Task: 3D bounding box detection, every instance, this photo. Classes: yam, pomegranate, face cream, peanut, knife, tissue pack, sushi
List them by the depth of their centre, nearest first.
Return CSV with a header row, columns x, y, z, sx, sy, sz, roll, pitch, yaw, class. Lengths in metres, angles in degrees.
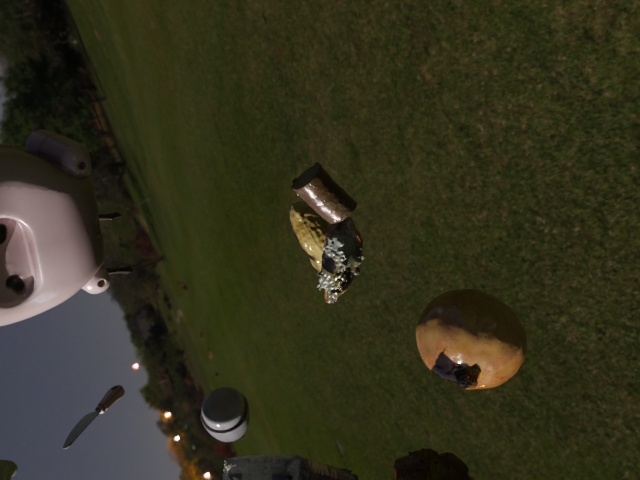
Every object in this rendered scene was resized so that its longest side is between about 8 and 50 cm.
x,y,z,sx,sy,sz,roll,pitch,yaw,class
0.008,-0.095,1.224,0.127,0.084,0.084,45,175,-22,yam
0.047,0.054,1.306,0.103,0.097,0.226,-60,-19,-57,sushi
-0.228,0.422,1.402,0.117,0.117,0.104,-125,20,-44,face cream
-0.073,0.650,1.533,0.343,0.242,0.126,42,-136,-50,tissue pack
0.462,0.322,1.798,0.338,0.338,0.339,159,90,-76,pomegranate
0.000,0.000,1.816,0.305,0.147,0.147,51,179,-37,peanut
-0.869,0.663,2.197,0.336,0.081,0.043,-48,-57,-58,knife

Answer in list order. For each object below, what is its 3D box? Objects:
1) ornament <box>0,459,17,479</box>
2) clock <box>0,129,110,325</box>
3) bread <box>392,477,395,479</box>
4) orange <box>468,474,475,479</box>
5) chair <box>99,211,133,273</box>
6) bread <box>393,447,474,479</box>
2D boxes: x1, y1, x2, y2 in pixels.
x,y,z,sx,sy,sz,roll,pitch,yaw,class
-0.704,0.567,1.279,0.075,0.081,0.156,46,-175,-40,ornament
-0.532,-0.001,0.930,0.184,0.325,0.342,21,122,41,clock
0.264,0.799,1.706,0.244,0.122,0.190,96,-172,-66,bread
0.416,0.799,1.776,0.177,0.155,0.178,-14,74,62,orange
-0.579,0.031,1.199,0.186,0.319,0.160,-19,82,32,chair
0.266,0.615,1.386,0.232,0.246,0.135,50,129,17,bread
